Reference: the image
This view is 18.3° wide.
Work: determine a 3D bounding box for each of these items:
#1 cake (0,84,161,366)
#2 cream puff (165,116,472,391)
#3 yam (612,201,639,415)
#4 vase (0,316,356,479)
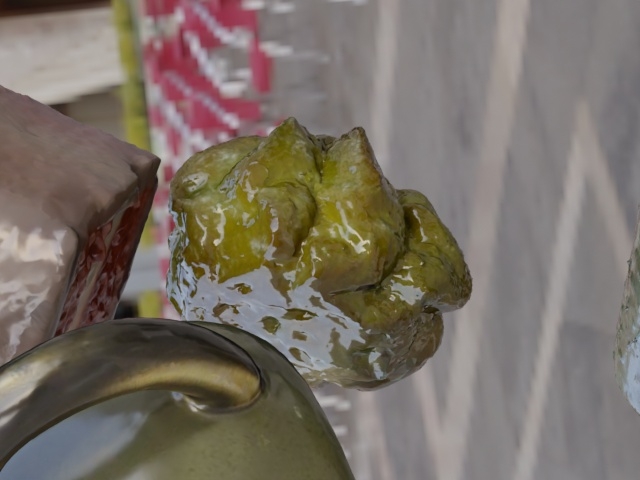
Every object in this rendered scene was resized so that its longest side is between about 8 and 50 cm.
[{"bbox_3d":[-0.279,0.043,1.457,0.237,0.230,0.309,-58,-11,-72],"label":"cake"},{"bbox_3d":[-0.008,0.013,1.563,0.244,0.244,0.196,93,163,-55],"label":"cream puff"},{"bbox_3d":[0.285,0.003,1.338,0.268,0.161,0.161,89,171,-46],"label":"yam"},{"bbox_3d":[-0.137,0.163,1.184,0.241,0.302,0.329,57,160,36],"label":"vase"}]
